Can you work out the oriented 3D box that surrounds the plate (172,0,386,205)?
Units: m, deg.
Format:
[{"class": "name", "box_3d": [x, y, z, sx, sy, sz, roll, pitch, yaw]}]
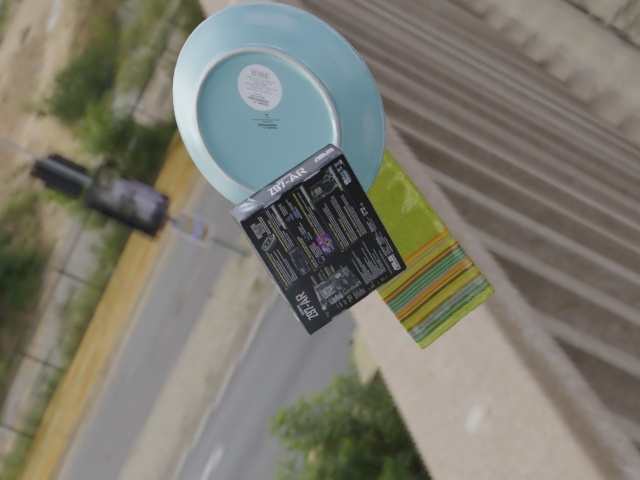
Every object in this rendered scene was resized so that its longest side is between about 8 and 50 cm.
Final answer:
[{"class": "plate", "box_3d": [-0.039, -0.095, 1.148, 0.188, 0.188, 0.024, -50, -3, 37]}]

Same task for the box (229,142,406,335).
[{"class": "box", "box_3d": [0.000, 0.000, 0.782, 0.067, 0.083, 0.018, -35, 30, -6]}]

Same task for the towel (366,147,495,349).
[{"class": "towel", "box_3d": [0.072, -0.008, 1.479, 0.102, 0.237, 0.021, -40, 11, -11]}]
